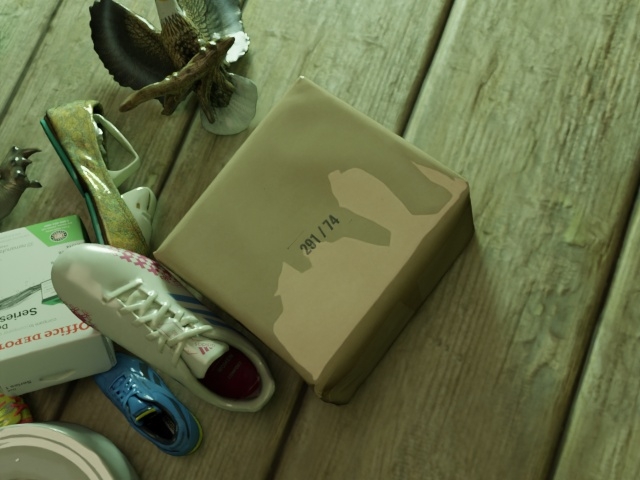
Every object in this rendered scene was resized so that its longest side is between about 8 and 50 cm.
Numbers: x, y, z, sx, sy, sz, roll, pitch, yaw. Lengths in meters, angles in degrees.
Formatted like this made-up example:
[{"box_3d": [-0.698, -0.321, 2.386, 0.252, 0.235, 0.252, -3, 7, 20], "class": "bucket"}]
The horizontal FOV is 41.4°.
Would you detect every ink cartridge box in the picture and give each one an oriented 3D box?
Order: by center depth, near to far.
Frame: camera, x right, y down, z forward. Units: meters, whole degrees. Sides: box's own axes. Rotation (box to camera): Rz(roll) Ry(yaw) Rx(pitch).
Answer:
[{"box_3d": [-0.391, 0.089, 1.198, 0.160, 0.093, 0.219, -16, 54, -11], "class": "ink cartridge box"}]

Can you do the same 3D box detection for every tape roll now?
[{"box_3d": [-0.373, 0.379, 1.097, 0.286, 0.100, 0.286, 0, 82, 3], "class": "tape roll"}]

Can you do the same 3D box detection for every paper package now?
[{"box_3d": [0.000, 0.000, 1.140, 0.309, 0.168, 0.325, 36, 83, 21], "class": "paper package"}]

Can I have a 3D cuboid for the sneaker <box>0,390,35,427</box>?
[{"box_3d": [-0.450, 0.238, 1.216, 0.094, 0.081, 0.209, 5, 78, 6], "class": "sneaker"}]

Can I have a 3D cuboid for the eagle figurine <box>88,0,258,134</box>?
[{"box_3d": [-0.220, -0.315, 1.317, 0.226, 0.225, 0.298, 3, 29, -27], "class": "eagle figurine"}]

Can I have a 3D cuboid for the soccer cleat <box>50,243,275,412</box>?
[{"box_3d": [-0.191, 0.110, 1.087, 0.331, 0.143, 0.116, 35, 81, -14], "class": "soccer cleat"}]

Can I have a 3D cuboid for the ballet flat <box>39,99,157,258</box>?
[{"box_3d": [-0.312, -0.076, 1.274, 0.123, 0.123, 0.349, -31, 67, 1], "class": "ballet flat"}]

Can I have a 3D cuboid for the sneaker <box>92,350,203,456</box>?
[{"box_3d": [-0.250, 0.216, 1.169, 0.209, 0.082, 0.069, 37, 84, 23], "class": "sneaker"}]

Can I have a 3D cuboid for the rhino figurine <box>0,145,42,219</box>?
[{"box_3d": [-0.533, -0.064, 1.338, 0.243, 0.073, 0.106, -40, 63, -4], "class": "rhino figurine"}]
